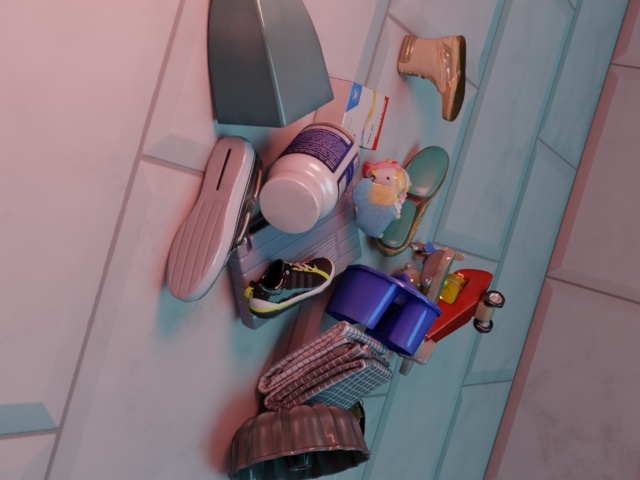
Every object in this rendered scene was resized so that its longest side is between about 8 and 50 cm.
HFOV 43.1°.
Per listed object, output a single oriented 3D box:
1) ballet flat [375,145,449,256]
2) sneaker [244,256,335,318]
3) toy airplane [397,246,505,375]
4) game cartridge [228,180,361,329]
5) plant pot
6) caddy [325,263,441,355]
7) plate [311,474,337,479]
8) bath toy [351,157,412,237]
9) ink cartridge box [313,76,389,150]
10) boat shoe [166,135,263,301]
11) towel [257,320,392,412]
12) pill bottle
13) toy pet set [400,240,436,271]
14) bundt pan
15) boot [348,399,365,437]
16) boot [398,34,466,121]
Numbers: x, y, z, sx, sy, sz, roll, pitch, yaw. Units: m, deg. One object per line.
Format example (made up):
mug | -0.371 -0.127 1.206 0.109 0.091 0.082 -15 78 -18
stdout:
ballet flat | 0.246 -0.103 2.229 0.348 0.123 0.123 -62 148 -19
sneaker | -0.059 0.079 1.711 0.235 0.084 0.097 -32 126 -36
toy airplane | 0.302 0.197 2.313 0.386 0.272 0.384 -49 152 10
game cartridge | -0.052 0.021 1.802 0.355 0.068 0.230 -33 132 -35
plant pot | -0.102 -0.349 1.490 0.166 0.166 0.234 -37 126 -44
caddy | 0.158 0.154 2.018 0.179 0.241 0.341 -59 -171 -9
plate | -0.027 0.672 2.234 0.278 0.045 0.277 -27 128 -50
bath toy | 0.147 -0.127 1.933 0.151 0.129 0.348 -50 -178 19
ink cartridge box | 0.083 -0.289 1.889 0.231 0.078 0.134 4 102 -59
boat shoe | -0.182 -0.032 1.553 0.119 0.121 0.335 35 73 -54
towel | 0.022 0.335 1.945 0.284 0.121 0.235 -33 147 12
pill bottle | -0.022 -0.130 1.668 0.264 0.153 0.153 -58 150 -54
toy pet set | 0.294 0.059 2.414 0.114 0.065 0.122 -35 134 -45
bundt pan | -0.056 0.465 1.867 0.331 0.331 0.124 40 34 -57
boot | 0.077 0.426 2.188 0.112 0.115 0.305 10 84 -53
boot | 0.280 -0.412 2.055 0.077 0.165 0.213 -23 118 -59
